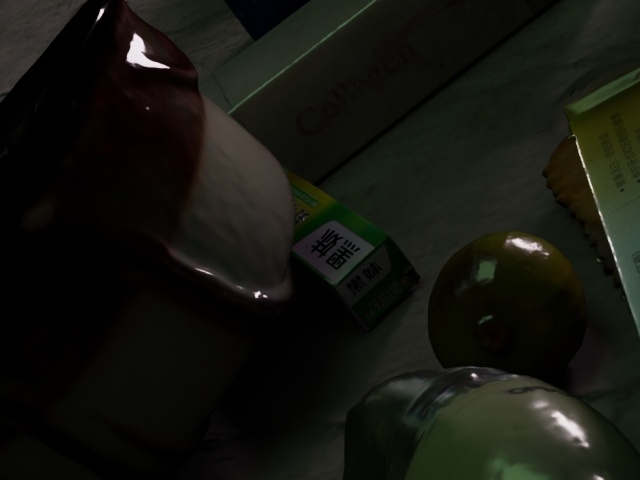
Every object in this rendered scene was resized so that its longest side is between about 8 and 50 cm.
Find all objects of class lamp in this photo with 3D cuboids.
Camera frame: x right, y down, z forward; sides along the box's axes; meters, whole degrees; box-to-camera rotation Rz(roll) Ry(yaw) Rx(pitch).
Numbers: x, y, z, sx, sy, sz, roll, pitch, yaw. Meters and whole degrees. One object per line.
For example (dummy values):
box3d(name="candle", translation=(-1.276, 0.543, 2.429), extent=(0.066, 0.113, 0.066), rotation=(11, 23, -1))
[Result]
box3d(name="lamp", translation=(0.069, 0.100, 0.794), extent=(0.101, 0.101, 0.250), rotation=(-43, 22, -10))

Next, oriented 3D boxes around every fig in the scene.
box3d(name="fig", translation=(0.088, 0.030, 0.925), extent=(0.074, 0.074, 0.088), rotation=(-27, 10, 23))

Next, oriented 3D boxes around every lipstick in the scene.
box3d(name="lipstick", translation=(0.010, -0.105, 1.246), extent=(0.371, 0.076, 0.080), rotation=(-38, 26, 2))

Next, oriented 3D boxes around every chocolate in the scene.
box3d(name="chocolate", translation=(-0.123, 0.023, 1.062), extent=(0.283, 0.186, 0.283), rotation=(-51, 11, 14))

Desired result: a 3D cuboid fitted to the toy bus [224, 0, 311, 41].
box3d(name="toy bus", translation=(0.056, -0.268, 1.387), extent=(0.288, 0.138, 0.175), rotation=(-28, 26, 20))

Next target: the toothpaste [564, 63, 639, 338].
box3d(name="toothpaste", translation=(0.163, 0.036, 0.772), extent=(0.071, 0.089, 0.313), rotation=(-27, 30, 13))

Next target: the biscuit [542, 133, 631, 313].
box3d(name="biscuit", translation=(0.224, -0.061, 0.941), extent=(0.237, 0.013, 0.232), rotation=(-38, 26, 9))

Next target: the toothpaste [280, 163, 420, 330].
box3d(name="toothpaste", translation=(0.000, 0.000, 1.128), extent=(0.043, 0.037, 0.178), rotation=(-40, 25, -7))
